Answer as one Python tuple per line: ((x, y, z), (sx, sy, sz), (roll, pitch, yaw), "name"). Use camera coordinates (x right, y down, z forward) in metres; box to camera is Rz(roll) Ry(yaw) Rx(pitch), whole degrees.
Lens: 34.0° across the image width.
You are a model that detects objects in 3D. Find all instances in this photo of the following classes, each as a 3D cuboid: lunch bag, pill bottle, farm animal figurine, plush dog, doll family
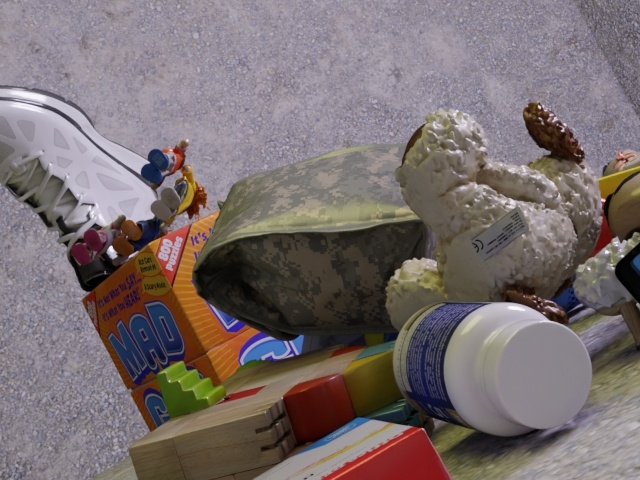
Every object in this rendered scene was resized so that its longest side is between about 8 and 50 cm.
((0.000, 0.000, 1.269), (0.287, 0.169, 0.235), (-4, 27, 10), "lunch bag")
((0.144, 0.107, 0.889), (0.112, 0.112, 0.186), (-28, 5, -16), "pill bottle")
((0.407, -0.064, 0.981), (0.326, 0.172, 0.330), (-30, -2, 32), "farm animal figurine")
((0.207, -0.009, 1.062), (0.210, 0.262, 0.225), (26, 40, 34), "plush dog")
((-0.259, -0.034, 1.619), (0.263, 0.118, 0.163), (-47, 2, 10), "doll family")

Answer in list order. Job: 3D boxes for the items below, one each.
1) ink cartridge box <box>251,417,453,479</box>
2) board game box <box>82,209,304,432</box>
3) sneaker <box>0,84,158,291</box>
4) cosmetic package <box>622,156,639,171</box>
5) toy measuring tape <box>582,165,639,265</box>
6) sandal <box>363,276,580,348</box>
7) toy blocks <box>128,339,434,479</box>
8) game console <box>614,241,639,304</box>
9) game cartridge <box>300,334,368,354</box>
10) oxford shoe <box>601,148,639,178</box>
((0.018, 0.194, 0.747), (0.134, 0.078, 0.231), (-28, -1, -14), "ink cartridge box")
((-0.112, 0.141, 1.721), (0.356, 0.356, 0.356), (-27, -2, -33), "board game box")
((-0.418, -0.073, 1.729), (0.169, 0.258, 0.447), (-33, -37, 24), "sneaker")
((0.554, -0.105, 1.360), (0.153, 0.129, 0.296), (-28, -1, -18), "cosmetic package")
((0.385, -0.031, 1.226), (0.330, 0.121, 0.121), (-18, 2, 17), "toy measuring tape")
((0.220, 0.095, 1.295), (0.317, 0.126, 0.138), (-24, 28, -11), "sandal")
((-0.007, 0.184, 1.068), (0.260, 0.191, 0.381), (-17, 3, 17), "toy blocks")
((0.301, 0.022, 0.828), (0.122, 0.071, 0.107), (-48, 2, 22), "game console")
((0.069, 0.140, 1.413), (0.060, 0.196, 0.294), (24, 32, 32), "game cartridge")
((0.587, -0.105, 1.967), (0.123, 0.130, 0.348), (-29, -2, 0), "oxford shoe")
